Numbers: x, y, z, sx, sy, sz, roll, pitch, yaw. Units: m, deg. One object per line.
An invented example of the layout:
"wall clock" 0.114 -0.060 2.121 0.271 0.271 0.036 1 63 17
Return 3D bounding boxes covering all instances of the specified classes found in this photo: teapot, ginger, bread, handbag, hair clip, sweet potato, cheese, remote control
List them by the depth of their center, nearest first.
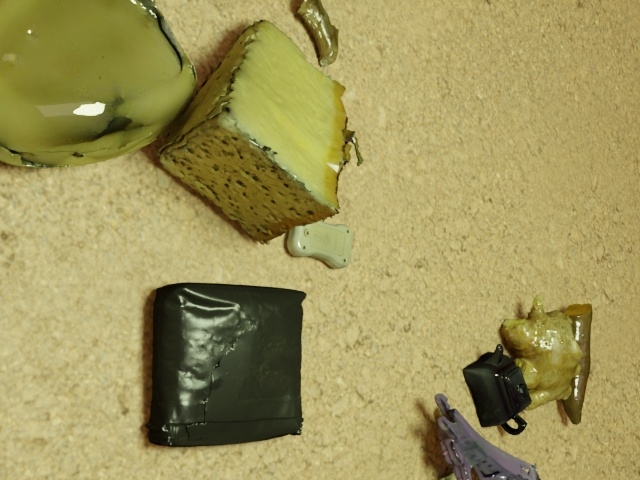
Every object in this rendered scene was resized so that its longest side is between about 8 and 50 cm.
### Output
"cheese" -0.317 -0.210 1.054 0.260 0.128 0.316 53 50 -8
"handbag" -0.119 0.171 1.176 0.246 0.080 0.223 6 79 -39
"bread" -0.041 -0.175 1.191 0.248 0.279 0.315 36 73 -22
"remote control" 0.000 0.000 1.338 0.122 0.032 0.074 19 70 -36
"ginger" -0.005 -0.359 1.395 0.137 0.044 0.057 62 21 -21
"hair clip" 0.265 0.371 1.449 0.278 0.090 0.137 39 35 -28
"teapot" 0.336 0.272 1.533 0.087 0.096 0.177 -24 98 -40
"ginger" 0.424 0.211 1.617 0.157 0.102 0.216 -6 91 -14
"sweet potato" 0.507 0.246 1.704 0.077 0.077 0.244 11 84 -39

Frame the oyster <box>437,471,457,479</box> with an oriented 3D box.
"oyster" 0.198 0.439 1.428 0.199 0.061 0.106 20 48 -38
